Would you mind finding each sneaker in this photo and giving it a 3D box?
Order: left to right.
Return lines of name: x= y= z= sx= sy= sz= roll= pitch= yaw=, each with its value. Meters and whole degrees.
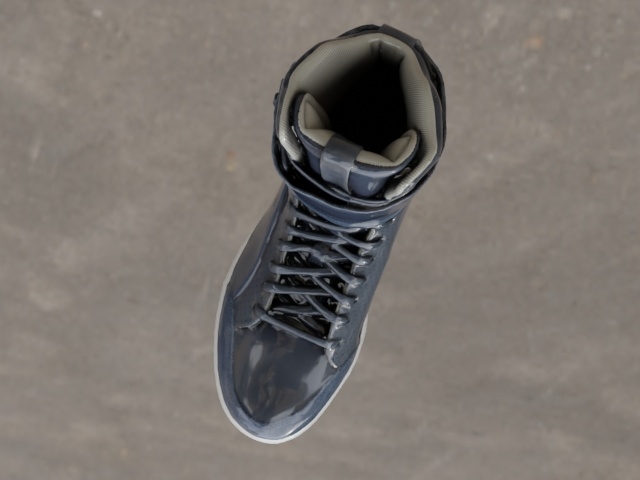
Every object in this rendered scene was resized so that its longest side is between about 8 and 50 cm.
sneaker: x=-0.002 y=-0.001 z=0.769 sx=0.086 sy=0.226 sz=0.163 roll=21 pitch=180 yaw=2
